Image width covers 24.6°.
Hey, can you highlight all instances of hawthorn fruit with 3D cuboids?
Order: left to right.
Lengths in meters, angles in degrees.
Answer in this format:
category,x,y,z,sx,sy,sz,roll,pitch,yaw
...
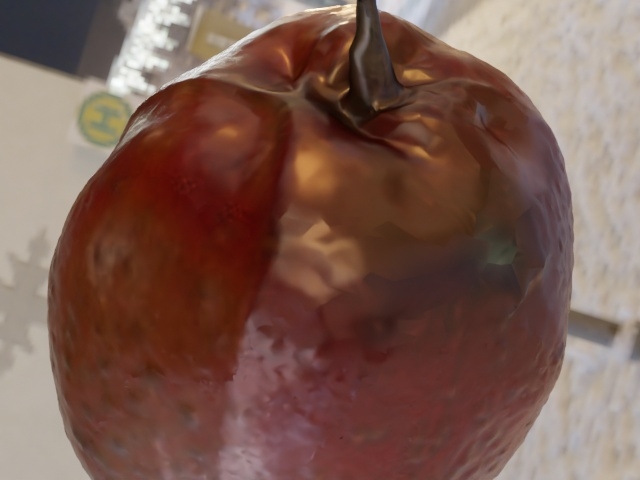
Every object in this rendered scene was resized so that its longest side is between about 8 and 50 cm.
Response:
category,x,y,z,sx,sy,sz,roll,pitch,yaw
hawthorn fruit,0.000,0.000,0.424,0.157,0.156,0.194,-76,-2,-47
